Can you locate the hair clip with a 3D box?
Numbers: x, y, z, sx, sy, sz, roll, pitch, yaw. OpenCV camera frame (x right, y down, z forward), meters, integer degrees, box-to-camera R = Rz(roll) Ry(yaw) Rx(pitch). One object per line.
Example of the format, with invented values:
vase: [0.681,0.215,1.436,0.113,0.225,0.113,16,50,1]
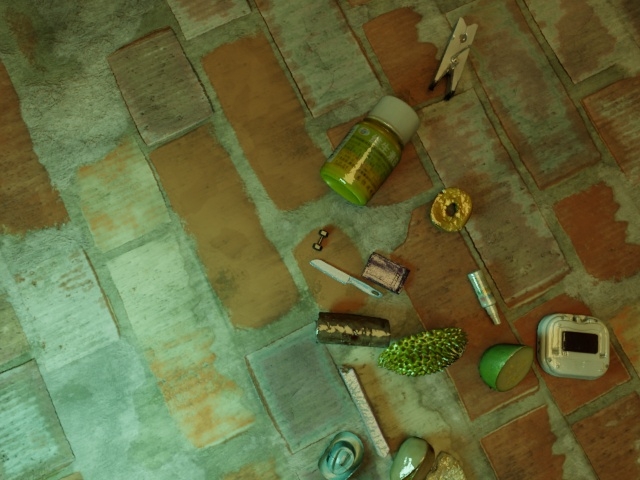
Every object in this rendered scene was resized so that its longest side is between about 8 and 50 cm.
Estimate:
hair clip: [0.534,-0.734,1.950,0.101,0.085,0.331,22,77,-1]

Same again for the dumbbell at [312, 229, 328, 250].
dumbbell: [0.000,0.000,1.878,0.040,0.036,0.083,24,83,0]

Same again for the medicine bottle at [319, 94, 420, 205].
medicine bottle: [0.192,-0.339,1.828,0.224,0.224,0.384,36,83,3]

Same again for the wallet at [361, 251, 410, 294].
wallet: [0.252,0.125,1.871,0.166,0.030,0.111,26,85,2]

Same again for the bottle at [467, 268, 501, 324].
bottle: [0.633,0.218,1.853,0.060,0.060,0.217,-22,83,-4]

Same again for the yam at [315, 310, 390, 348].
yam: [0.118,0.332,1.801,0.280,0.131,0.131,5,83,-2]

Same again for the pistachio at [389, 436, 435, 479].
pistachio: [0.331,0.808,1.747,0.129,0.131,0.206,30,88,10]

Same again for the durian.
durian: [0.375,0.394,1.771,0.352,0.169,0.158,-14,95,0]

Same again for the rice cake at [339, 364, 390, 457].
rice cake: [0.166,0.626,1.795,0.056,0.072,0.365,-24,82,-2]

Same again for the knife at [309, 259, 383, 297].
knife: [0.099,0.148,1.876,0.313,0.019,0.044,28,86,4]

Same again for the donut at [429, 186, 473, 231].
donut: [0.504,-0.119,1.890,0.162,0.065,0.178,40,83,-2]

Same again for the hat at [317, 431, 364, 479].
hat: [0.076,0.798,1.767,0.138,0.078,0.191,38,84,1]

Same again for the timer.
timer: [0.955,0.398,1.826,0.262,0.087,0.237,5,83,-1]

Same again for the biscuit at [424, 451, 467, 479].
biscuit: [0.450,0.916,1.781,0.188,0.040,0.265,5,82,-1]

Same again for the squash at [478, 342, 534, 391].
squash: [0.687,0.463,1.728,0.189,0.260,0.189,0,81,-3]
